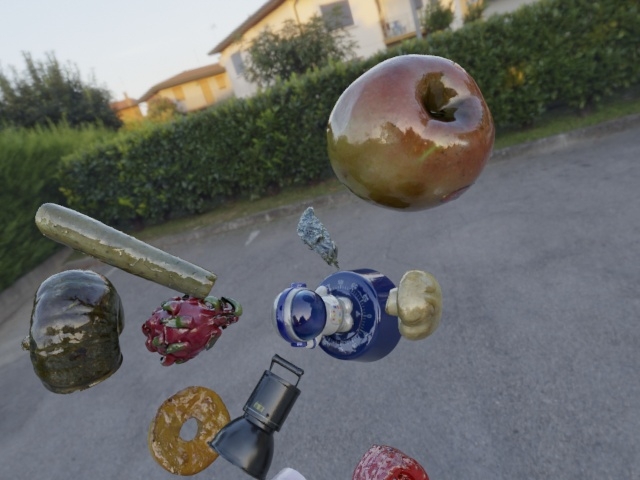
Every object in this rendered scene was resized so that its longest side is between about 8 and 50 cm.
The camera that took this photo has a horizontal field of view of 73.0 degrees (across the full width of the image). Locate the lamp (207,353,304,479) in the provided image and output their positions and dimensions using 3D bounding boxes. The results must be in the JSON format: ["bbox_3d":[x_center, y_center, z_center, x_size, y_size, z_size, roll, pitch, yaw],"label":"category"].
[{"bbox_3d":[-0.125,0.388,0.970,0.147,0.172,0.227,27,66,14],"label":"lamp"}]

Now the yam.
[{"bbox_3d":[-0.399,0.027,0.904,0.371,0.083,0.083,24,16,-8],"label":"yam"}]

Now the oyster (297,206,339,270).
[{"bbox_3d":[-0.002,0.003,1.433,0.087,0.199,0.252,-50,5,20],"label":"oyster"}]

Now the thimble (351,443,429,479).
[{"bbox_3d":[0.158,0.579,0.984,0.190,0.163,0.125,-68,15,-14],"label":"thimble"}]

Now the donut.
[{"bbox_3d":[-0.449,0.637,1.453,0.108,0.278,0.277,-30,4,43],"label":"donut"}]

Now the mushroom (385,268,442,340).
[{"bbox_3d":[0.192,0.131,0.883,0.112,0.148,0.148,10,23,7],"label":"mushroom"}]

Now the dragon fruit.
[{"bbox_3d":[-0.367,0.235,1.237,0.272,0.218,0.198,-28,38,-18],"label":"dragon fruit"}]

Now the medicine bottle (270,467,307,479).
[{"bbox_3d":[-0.191,0.909,1.338,0.213,0.214,0.378,-1,15,43],"label":"medicine bottle"}]

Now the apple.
[{"bbox_3d":[0.184,-0.212,0.941,0.338,0.339,0.305,-28,-12,-29],"label":"apple"}]

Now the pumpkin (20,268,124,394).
[{"bbox_3d":[-0.619,0.190,1.063,0.242,0.232,0.325,-15,27,-21],"label":"pumpkin"}]

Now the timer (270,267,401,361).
[{"bbox_3d":[0.023,0.197,1.132,0.270,0.271,0.383,-4,-9,37],"label":"timer"}]
